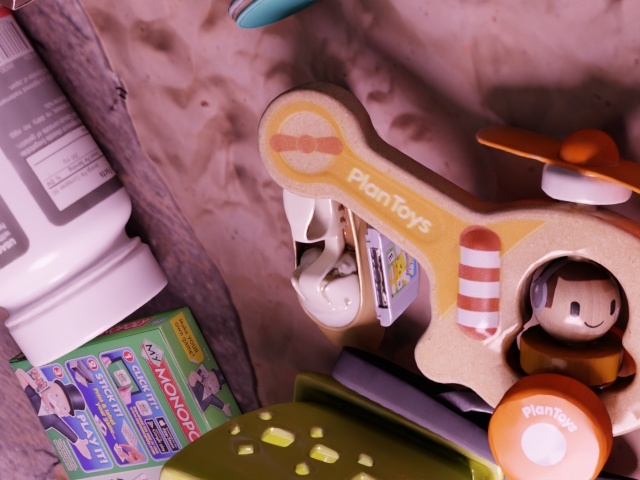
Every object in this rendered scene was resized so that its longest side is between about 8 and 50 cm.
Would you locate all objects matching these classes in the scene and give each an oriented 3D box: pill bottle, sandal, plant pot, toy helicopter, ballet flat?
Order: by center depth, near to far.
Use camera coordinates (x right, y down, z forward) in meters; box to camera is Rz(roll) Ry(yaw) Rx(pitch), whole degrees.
[{"bbox_3d":[0.115,-0.008,1.233,0.355,0.140,0.235,35,119,9],"label":"toy helicopter"},{"bbox_3d":[0.001,-0.212,1.261,0.188,0.070,0.070,-21,102,40],"label":"ballet flat"},{"bbox_3d":[0.128,0.133,1.344,0.254,0.097,0.054,25,94,15],"label":"sandal"},{"bbox_3d":[0.000,0.000,1.368,0.080,0.073,0.232,8,120,31],"label":"ballet flat"},{"bbox_3d":[0.019,0.248,1.406,0.228,0.207,0.227,23,129,25],"label":"plant pot"},{"bbox_3d":[-0.261,-0.047,1.473,0.161,0.161,0.283,-26,98,43],"label":"pill bottle"}]

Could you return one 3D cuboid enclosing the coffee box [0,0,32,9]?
[{"bbox_3d":[-0.244,-0.320,1.341,0.141,0.098,0.246,28,129,21],"label":"coffee box"}]

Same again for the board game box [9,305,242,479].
[{"bbox_3d":[-0.137,0.224,1.621,0.213,0.046,0.317,-14,106,40],"label":"board game box"}]

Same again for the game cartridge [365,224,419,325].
[{"bbox_3d":[0.056,0.017,1.348,0.017,0.056,0.083,4,118,26],"label":"game cartridge"}]
